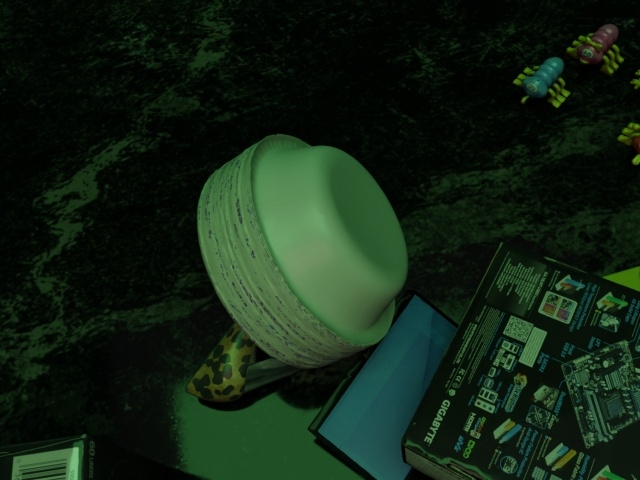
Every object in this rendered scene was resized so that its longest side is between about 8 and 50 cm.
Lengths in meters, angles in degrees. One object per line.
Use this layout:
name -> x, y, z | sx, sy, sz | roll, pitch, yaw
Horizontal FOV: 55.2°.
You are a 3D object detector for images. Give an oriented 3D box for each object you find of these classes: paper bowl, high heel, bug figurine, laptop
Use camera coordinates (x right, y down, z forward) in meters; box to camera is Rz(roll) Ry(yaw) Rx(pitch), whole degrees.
paper bowl -> 0.000, 0.000, 0.750 | 0.148, 0.284, 0.284 | -30, 60, 28
high heel -> -0.122, 0.079, 0.835 | 0.186, 0.093, 0.261 | -17, 73, -12
bug figurine -> 0.464, -0.245, 0.970 | 0.279, 0.072, 0.216 | 34, 71, 18
laptop -> 0.167, 0.213, 0.725 | 0.264, 0.136, 0.234 | 17, 62, 48

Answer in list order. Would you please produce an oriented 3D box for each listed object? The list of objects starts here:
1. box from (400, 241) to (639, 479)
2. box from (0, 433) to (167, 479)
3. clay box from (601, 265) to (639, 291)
box -> 0.282, 0.174, 0.671 | 0.293, 0.073, 0.295 | 22, 61, 22
box -> -0.261, 0.311, 0.636 | 0.143, 0.270, 0.165 | -8, 64, 0
clay box -> 0.395, 0.111, 0.812 | 0.222, 0.053, 0.127 | -17, 65, -4
